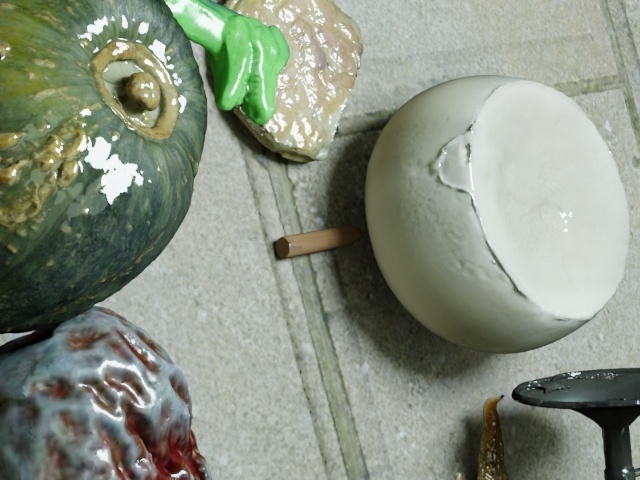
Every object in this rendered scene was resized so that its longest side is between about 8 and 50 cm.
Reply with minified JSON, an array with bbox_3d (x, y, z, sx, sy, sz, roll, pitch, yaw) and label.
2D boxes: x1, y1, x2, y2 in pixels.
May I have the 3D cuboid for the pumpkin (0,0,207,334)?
[{"bbox_3d":[-0.248,-0.085,1.138,0.291,0.257,0.327,53,36,-20],"label":"pumpkin"}]

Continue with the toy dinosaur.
[{"bbox_3d":[-0.184,-0.383,1.377,0.375,0.144,0.499,21,54,-33],"label":"toy dinosaur"}]

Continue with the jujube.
[{"bbox_3d":[-0.198,0.221,1.192,0.226,0.226,0.317,-18,92,-42],"label":"jujube"}]

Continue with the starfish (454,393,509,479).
[{"bbox_3d":[0.226,0.313,1.639,0.138,0.050,0.247,-54,125,-33],"label":"starfish"}]

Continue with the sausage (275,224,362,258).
[{"bbox_3d":[0.000,0.000,1.539,0.116,0.026,0.026,-11,86,-42],"label":"sausage"}]

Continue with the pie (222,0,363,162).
[{"bbox_3d":[-0.037,-0.201,1.542,0.185,0.052,0.218,35,60,-30],"label":"pie"}]

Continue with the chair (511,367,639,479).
[{"bbox_3d":[0.341,0.355,1.561,0.227,0.227,0.400,-7,95,-41],"label":"chair"}]

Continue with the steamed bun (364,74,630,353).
[{"bbox_3d":[0.190,-0.028,1.586,0.324,0.206,0.324,14,69,-40],"label":"steamed bun"}]
